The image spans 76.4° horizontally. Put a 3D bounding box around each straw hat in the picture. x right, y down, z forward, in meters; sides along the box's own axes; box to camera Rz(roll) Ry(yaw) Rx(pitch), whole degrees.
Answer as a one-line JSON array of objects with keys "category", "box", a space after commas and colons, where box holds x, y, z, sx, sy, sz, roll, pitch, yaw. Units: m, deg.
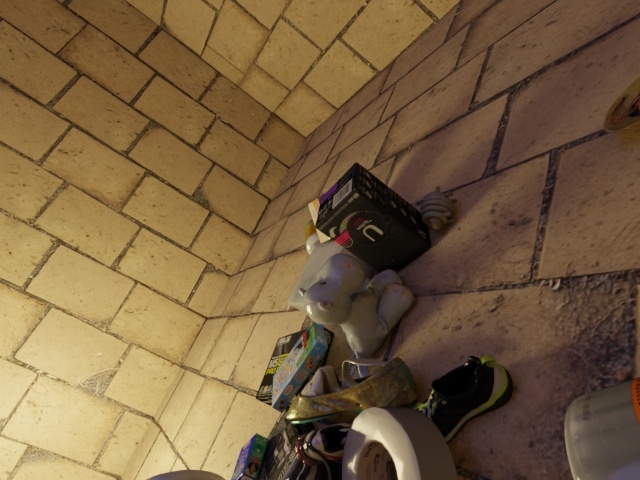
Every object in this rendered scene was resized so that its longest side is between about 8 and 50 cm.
[{"category": "straw hat", "box": [0.571, -0.232, 0.695, 0.144, 0.061, 0.144, -59, 3, 4]}]

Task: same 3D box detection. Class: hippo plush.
[{"category": "hippo plush", "box": [0.057, 0.161, 1.022, 0.294, 0.236, 0.234, -59, 20, -9]}]

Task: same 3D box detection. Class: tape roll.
[{"category": "tape roll", "box": [0.119, 0.389, 0.662, 0.219, 0.072, 0.219, -38, 46, 54]}]

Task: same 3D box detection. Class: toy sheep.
[{"category": "toy sheep", "box": [0.304, -0.084, 1.058, 0.091, 0.091, 0.132, -29, 38, 52]}]

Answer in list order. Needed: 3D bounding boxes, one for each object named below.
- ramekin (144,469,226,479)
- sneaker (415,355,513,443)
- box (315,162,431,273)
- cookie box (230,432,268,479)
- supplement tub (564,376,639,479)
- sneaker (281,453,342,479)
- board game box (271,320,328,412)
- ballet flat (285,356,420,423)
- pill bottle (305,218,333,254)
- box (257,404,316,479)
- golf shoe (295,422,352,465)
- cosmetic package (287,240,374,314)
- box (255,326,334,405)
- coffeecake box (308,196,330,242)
[{"category": "ramekin", "box": [-0.391, 0.759, 1.121, 0.273, 0.273, 0.127, -48, 33, 22]}, {"category": "sneaker", "box": [0.212, 0.268, 0.696, 0.234, 0.097, 0.084, -48, 20, 21]}, {"category": "box", "box": [0.142, -0.049, 1.099, 0.165, 0.270, 0.143, -43, 23, 33]}, {"category": "cookie box", "box": [-0.177, 0.550, 1.003, 0.092, 0.040, 0.107, -54, 10, 30]}, {"category": "supplement tub", "box": [0.385, 0.170, 0.303, 0.316, 0.193, 0.193, -40, 25, 36]}, {"category": "sneaker", "box": [-0.012, 0.528, 0.728, 0.099, 0.153, 0.282, -45, 22, 28]}, {"category": "board game box", "box": [-0.059, 0.332, 1.100, 0.211, 0.039, 0.160, -57, 10, 6]}, {"category": "ballet flat", "box": [0.050, 0.322, 0.889, 0.348, 0.123, 0.123, -25, 35, 36]}, {"category": "pill bottle", "box": [0.000, 0.000, 1.588, 0.117, 0.117, 0.208, -49, 21, 20]}, {"category": "box", "box": [-0.109, 0.575, 0.948, 0.307, 0.076, 0.242, -59, 11, -9]}, {"category": "golf shoe", "box": [0.046, 0.392, 0.791, 0.086, 0.186, 0.067, -40, 54, 33]}, {"category": "cosmetic package", "box": [0.035, 0.127, 1.278, 0.225, 0.138, 0.224, -14, 46, 60]}, {"category": "box", "box": [-0.083, 0.390, 1.255, 0.270, 0.060, 0.216, -31, 32, 50]}, {"category": "coffeecake box", "box": [0.068, -0.083, 1.389, 0.185, 0.142, 0.068, -15, -7, -34]}]
